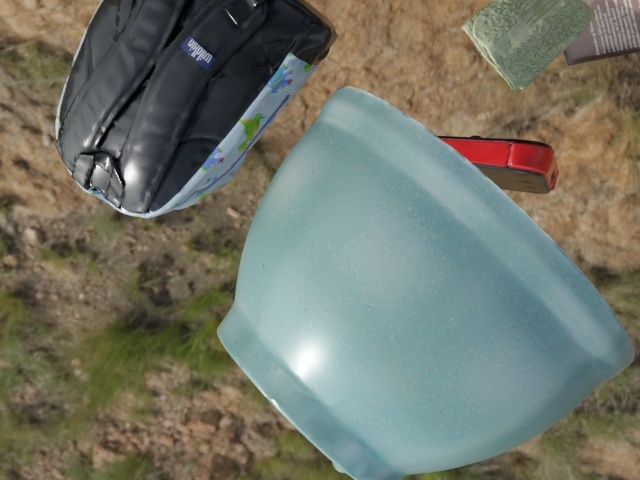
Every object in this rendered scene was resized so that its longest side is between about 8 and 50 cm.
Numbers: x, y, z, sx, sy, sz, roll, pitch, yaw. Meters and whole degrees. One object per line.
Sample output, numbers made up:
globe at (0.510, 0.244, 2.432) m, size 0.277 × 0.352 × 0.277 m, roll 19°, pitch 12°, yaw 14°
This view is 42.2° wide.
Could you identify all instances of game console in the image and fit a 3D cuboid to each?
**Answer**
game console at (0.260, -0.148, 1.537) m, size 0.342 × 0.386 × 0.060 m, roll 10°, pitch 90°, yaw 18°

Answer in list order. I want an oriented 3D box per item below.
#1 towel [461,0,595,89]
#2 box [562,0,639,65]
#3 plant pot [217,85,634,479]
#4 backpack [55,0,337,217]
towel at (0.254, -0.262, 1.001) m, size 0.148 × 0.027 × 0.110 m, roll -43°, pitch 94°, yaw -10°
box at (0.632, -0.429, 1.500) m, size 0.381 × 0.191 × 0.143 m, roll 7°, pitch 119°, yaw 59°
plant pot at (0.049, 0.059, 0.622) m, size 0.196 × 0.293 × 0.293 m, roll -46°, pitch 107°, yaw -2°
backpack at (-0.182, -0.194, 1.074) m, size 0.290 × 0.273 × 0.355 m, roll 35°, pitch 96°, yaw 5°
